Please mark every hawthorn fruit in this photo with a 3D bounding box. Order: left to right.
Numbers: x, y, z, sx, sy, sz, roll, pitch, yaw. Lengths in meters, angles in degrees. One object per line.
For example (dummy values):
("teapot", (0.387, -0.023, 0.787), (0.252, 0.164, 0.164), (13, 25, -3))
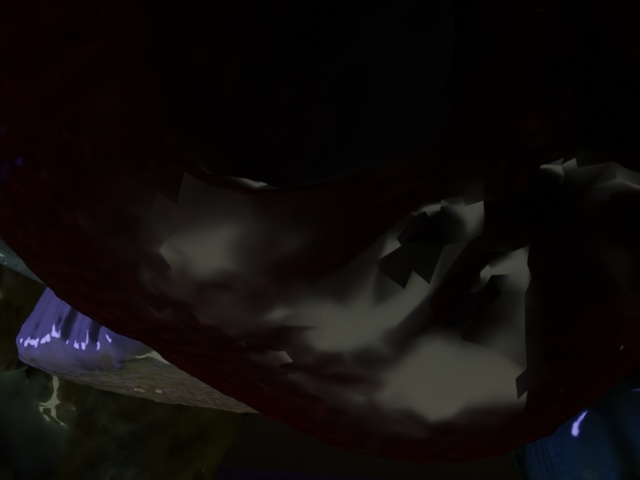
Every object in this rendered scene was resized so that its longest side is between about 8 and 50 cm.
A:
("hawthorn fruit", (-0.007, -0.063, 0.489), (0.230, 0.210, 0.266), (20, -179, -39))

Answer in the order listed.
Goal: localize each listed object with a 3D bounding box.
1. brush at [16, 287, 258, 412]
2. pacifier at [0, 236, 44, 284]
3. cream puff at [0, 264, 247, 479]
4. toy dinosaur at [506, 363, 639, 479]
("brush", (0.000, 0.000, 0.860), (0.267, 0.166, 0.174), (15, 166, -43))
("pacifier", (-0.200, -0.023, 0.601), (0.299, 0.233, 0.244), (34, -173, 39))
("cream puff", (-0.211, 0.051, 1.005), (0.257, 0.291, 0.324), (25, -158, 38))
("toy dinosaur", (0.111, 0.055, 0.875), (0.129, 0.331, 0.383), (-27, 154, -15))
